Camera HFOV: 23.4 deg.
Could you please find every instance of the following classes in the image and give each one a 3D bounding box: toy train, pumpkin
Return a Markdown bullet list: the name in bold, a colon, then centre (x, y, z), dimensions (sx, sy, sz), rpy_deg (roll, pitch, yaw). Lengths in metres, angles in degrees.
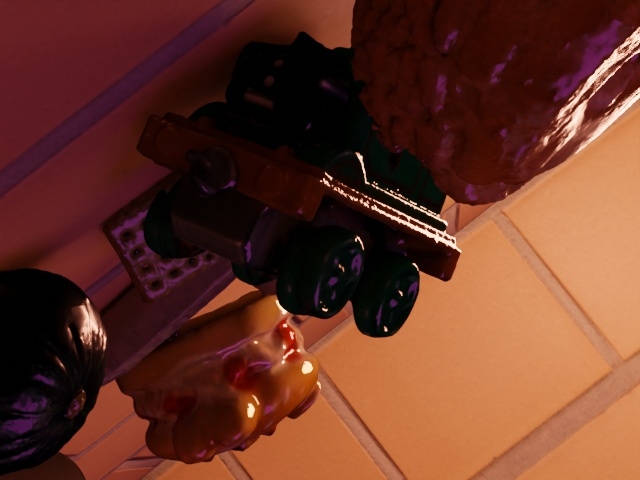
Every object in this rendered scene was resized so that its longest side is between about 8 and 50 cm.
- **toy train**: centre (0.007, -0.061, 1.372), dimensions (0.429, 0.178, 0.249), rpy_deg (23, 90, -63)
- **pumpkin**: centre (-0.269, 0.116, 1.375), dimensions (0.194, 0.150, 0.194), rpy_deg (-46, 179, -1)

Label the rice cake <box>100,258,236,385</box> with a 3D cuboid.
- **rice cake**: centre (-0.141, 0.033, 1.741), dimensions (0.399, 0.070, 0.064), rpy_deg (-42, 170, 20)

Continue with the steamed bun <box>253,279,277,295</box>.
- **steamed bun**: centre (0.002, -0.001, 1.894), dimensions (0.211, 0.144, 0.218), rpy_deg (-35, 172, -22)

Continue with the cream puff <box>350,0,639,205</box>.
- **cream puff**: centre (0.159, -0.199, 1.200), dimensions (0.327, 0.231, 0.343), rpy_deg (-39, 167, -29)

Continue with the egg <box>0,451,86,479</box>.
- **egg**: centre (-0.402, 0.371, 1.956), dimensions (0.218, 0.218, 0.295), rpy_deg (-44, 178, 34)

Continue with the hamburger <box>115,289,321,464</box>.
- **hamburger**: centre (-0.128, 0.183, 1.996), dimensions (0.261, 0.186, 0.303), rpy_deg (-24, 178, -3)

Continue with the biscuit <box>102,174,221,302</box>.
- **biscuit**: centre (-0.094, -0.036, 1.507), dimensions (0.231, 0.016, 0.139), rpy_deg (-32, 142, -8)
